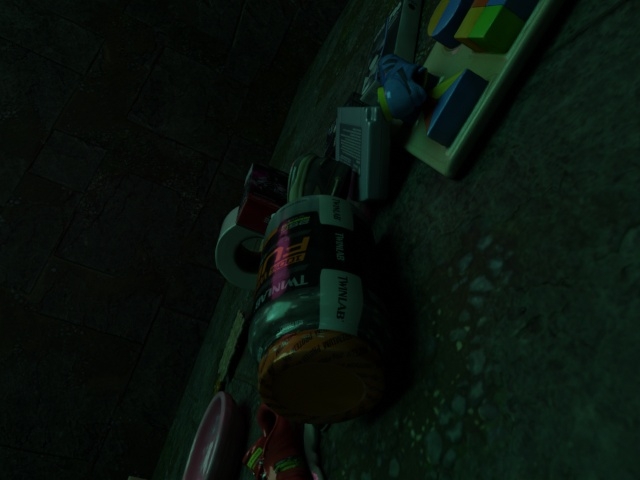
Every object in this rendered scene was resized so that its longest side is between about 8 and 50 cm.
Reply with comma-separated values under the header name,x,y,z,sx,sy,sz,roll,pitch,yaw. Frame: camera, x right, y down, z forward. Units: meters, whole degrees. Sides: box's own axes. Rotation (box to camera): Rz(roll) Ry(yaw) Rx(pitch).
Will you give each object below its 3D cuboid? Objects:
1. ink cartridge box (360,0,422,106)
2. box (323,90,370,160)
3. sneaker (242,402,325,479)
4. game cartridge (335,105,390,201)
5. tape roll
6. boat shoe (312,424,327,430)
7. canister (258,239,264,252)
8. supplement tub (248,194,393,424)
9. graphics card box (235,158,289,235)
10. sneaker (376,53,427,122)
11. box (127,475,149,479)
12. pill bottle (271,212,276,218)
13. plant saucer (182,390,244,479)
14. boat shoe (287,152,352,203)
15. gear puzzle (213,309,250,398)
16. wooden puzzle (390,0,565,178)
name,x,y,z,sx,sy,sz,roll,pitch,yaw
ink cartridge box,0.196,-0.532,1.125,0.165,0.065,0.332,-43,28,56
box,0.079,-0.292,1.144,0.147,0.078,0.180,-48,25,47
sneaker,-0.067,0.371,0.653,0.107,0.119,0.279,-62,17,18
game cartridge,0.085,-0.188,0.900,0.297,0.062,0.197,-119,23,-69
tape roll,-0.208,0.016,1.347,0.246,0.246,0.169,-62,17,19
boat shoe,0.011,0.254,0.705,0.132,0.042,0.049,-70,18,-4
canister,-0.174,0.008,1.557,0.170,0.074,0.126,-29,41,67
supplement tub,-0.001,0.091,0.659,0.207,0.207,0.337,-57,19,30
graphics card box,-0.124,-0.117,1.277,0.094,0.233,0.370,-62,16,21
sneaker,0.142,-0.268,0.701,0.082,0.069,0.209,-18,35,22
box,-0.489,0.830,1.206,0.117,0.214,0.243,-68,17,-3
pill bottle,-0.065,0.023,1.052,0.112,0.112,0.186,178,89,-72
plant saucer,-0.291,0.590,1.135,0.332,0.084,0.332,-58,19,32
boat shoe,0.000,0.000,0.872,0.132,0.131,0.354,-36,-48,-63
gear puzzle,-0.331,0.436,1.552,0.338,0.044,0.175,-71,18,-1
wooden puzzle,0.221,-0.297,0.699,0.321,0.081,0.347,-62,17,18
